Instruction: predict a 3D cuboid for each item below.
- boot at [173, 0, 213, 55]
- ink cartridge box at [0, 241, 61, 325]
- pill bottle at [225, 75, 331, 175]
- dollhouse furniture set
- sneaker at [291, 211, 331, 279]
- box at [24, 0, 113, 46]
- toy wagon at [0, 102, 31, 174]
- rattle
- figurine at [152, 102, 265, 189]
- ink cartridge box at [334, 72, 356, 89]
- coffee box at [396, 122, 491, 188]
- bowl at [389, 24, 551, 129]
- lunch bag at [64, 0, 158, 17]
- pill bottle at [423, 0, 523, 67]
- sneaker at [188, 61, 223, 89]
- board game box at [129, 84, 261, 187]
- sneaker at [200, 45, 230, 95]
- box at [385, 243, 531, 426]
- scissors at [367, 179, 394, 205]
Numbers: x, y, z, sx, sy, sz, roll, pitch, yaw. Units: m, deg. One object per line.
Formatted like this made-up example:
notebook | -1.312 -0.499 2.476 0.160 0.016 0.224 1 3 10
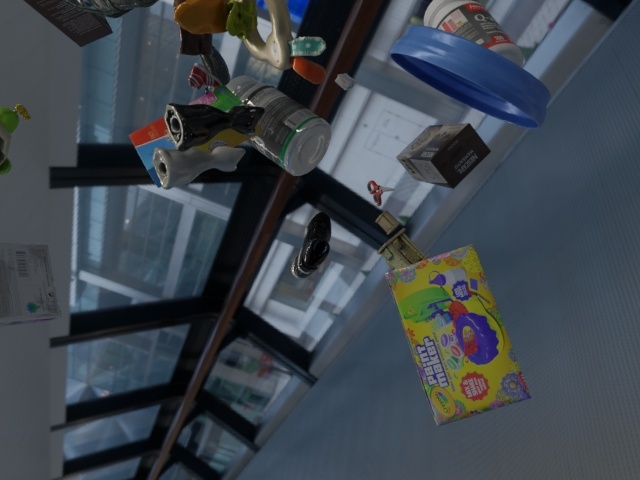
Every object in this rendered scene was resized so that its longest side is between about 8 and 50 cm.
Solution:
boot | -0.347 -0.685 1.611 0.248 0.090 0.207 -30 -47 -45
ink cartridge box | -0.732 0.097 1.141 0.311 0.065 0.186 8 -115 -67
pill bottle | -0.157 -0.387 1.725 0.204 0.361 0.204 -40 -27 -25
dollhouse furniture set | 0.193 0.040 1.525 0.101 0.182 0.161 -37 -11 -32
sneaker | 0.000 0.000 1.416 0.121 0.079 0.217 -40 26 59
box | -0.817 -0.784 1.647 0.381 0.143 0.191 -169 56 -87
toy wagon | -0.952 -0.256 1.437 0.344 0.068 0.267 -56 -6 -21
rattle | -0.100 -0.304 0.782 0.142 0.200 0.130 -17 -21 -45
figurine | -0.241 -0.210 1.148 0.209 0.092 0.215 -17 -24 -38
ink cartridge box | 0.078 -0.513 1.691 0.028 0.048 0.083 -51 -5 30
coffee box | 0.384 -0.275 1.676 0.168 0.119 0.297 -44 16 0
bowl | 0.349 -0.380 1.219 0.077 0.391 0.391 -62 9 13
lunch bag | -0.485 -0.697 1.271 0.305 0.256 0.212 -65 -34 -33
pill bottle | 0.492 -0.655 1.734 0.210 0.210 0.363 -61 40 46
sneaker | -0.339 -0.461 1.531 0.118 0.042 0.067 30 -92 -54
board game box | -0.353 -0.297 1.456 0.242 0.316 0.064 48 165 45
sneaker | -0.410 -0.605 2.044 0.125 0.139 0.341 -87 -25 -65
box | 0.263 0.187 1.067 0.279 0.177 0.290 39 -147 -78
scissors | 0.227 -0.204 2.018 0.297 0.021 0.109 117 131 -81
